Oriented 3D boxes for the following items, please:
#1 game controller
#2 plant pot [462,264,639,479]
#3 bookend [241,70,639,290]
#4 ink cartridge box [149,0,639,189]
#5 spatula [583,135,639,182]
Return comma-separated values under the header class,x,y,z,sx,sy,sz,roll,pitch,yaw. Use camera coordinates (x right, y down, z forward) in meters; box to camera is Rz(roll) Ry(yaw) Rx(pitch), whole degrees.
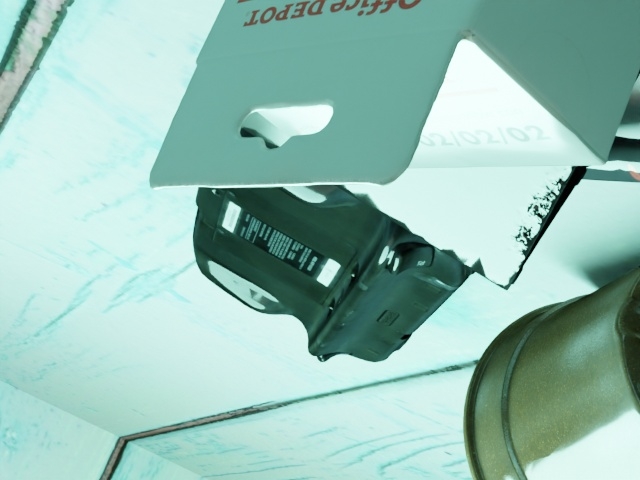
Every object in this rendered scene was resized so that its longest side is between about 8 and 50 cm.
class,x,y,z,sx,sy,sz,roll,pitch,yaw
game controller,0.000,0.000,0.882,0.166,0.067,0.319,38,162,3
plant pot,0.178,0.082,0.734,0.167,0.167,0.165,25,154,-3
bookend,0.042,-0.079,0.558,0.157,0.072,0.156,31,152,10
ink cartridge box,0.037,-0.078,0.385,0.061,0.181,0.104,37,158,-35
spatula,0.163,-0.040,0.586,0.084,0.030,0.296,38,158,-35
